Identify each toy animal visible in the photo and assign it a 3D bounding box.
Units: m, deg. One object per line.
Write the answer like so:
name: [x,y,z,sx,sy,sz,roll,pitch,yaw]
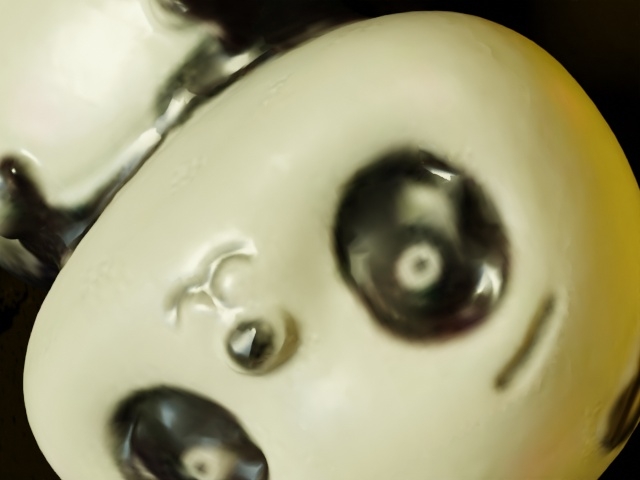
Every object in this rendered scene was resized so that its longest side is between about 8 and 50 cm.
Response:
toy animal: [-0.006,-0.004,0.534,0.187,0.165,0.235,-43,55,20]
